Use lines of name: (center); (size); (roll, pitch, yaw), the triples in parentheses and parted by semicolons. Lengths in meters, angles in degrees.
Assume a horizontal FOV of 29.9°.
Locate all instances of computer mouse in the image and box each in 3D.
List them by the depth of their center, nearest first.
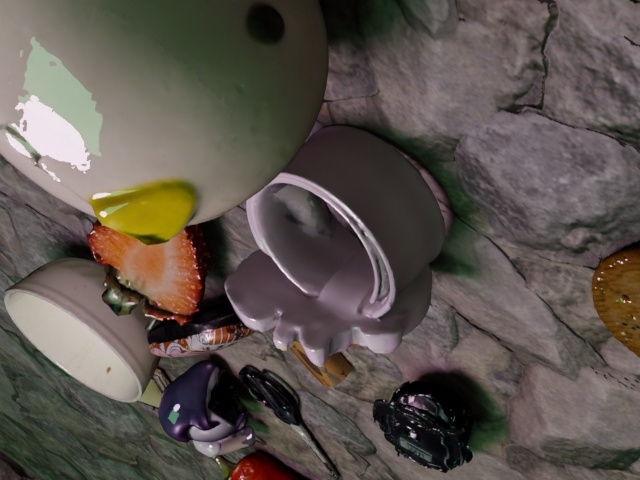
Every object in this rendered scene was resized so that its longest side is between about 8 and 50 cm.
computer mouse: (0.150, 0.247, 1.630); (0.147, 0.077, 0.241); (28, 155, 16)

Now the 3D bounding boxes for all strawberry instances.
strawberry: (-0.223, 0.008, 1.678); (0.188, 0.106, 0.286); (33, 140, -2)

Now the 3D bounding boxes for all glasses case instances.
glasses case: (-0.031, 0.139, 1.713); (0.065, 0.041, 0.170); (-5, 132, 53)
glasses case: (-0.178, 0.135, 1.798); (0.267, 0.103, 0.067); (-16, 91, 62)

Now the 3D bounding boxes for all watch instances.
watch: (0.000, 0.000, 1.323); (0.244, 0.196, 0.231); (21, 142, 34)

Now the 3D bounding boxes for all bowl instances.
bowl: (-0.366, 0.127, 1.965); (0.277, 0.145, 0.277); (29, 151, 18)

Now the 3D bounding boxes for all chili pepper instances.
chili pepper: (-0.115, 0.462, 2.201); (0.338, 0.134, 0.131); (25, 163, 19)

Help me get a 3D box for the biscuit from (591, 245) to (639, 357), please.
biscuit: (0.357, 0.074, 1.184); (0.188, 0.027, 0.187); (27, 149, 18)

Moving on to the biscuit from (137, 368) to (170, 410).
biscuit: (-0.355, 0.264, 2.274); (0.199, 0.040, 0.121); (13, 142, 35)

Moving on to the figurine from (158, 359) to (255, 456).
figurine: (-0.202, 0.288, 2.030); (0.145, 0.145, 0.222); (23, 153, 25)

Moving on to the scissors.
scissors: (-0.039, 0.313, 2.007); (0.109, 0.022, 0.300); (11, 143, 46)

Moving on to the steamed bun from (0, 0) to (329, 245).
steamed bun: (-0.168, -0.191, 1.067); (0.374, 0.334, 0.334); (44, 151, -15)
